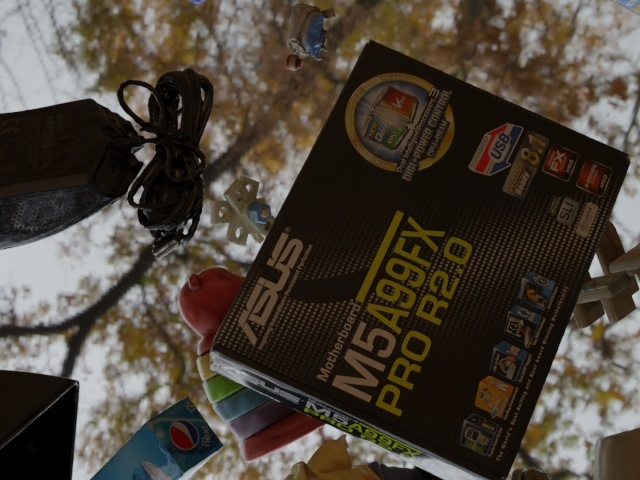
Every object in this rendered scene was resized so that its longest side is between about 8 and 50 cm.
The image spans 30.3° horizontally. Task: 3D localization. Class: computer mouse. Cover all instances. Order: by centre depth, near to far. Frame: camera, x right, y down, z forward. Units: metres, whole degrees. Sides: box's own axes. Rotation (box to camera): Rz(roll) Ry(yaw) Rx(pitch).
[{"bbox_3d":[-0.212,-0.039,0.885,0.272,0.072,0.188,-6,-137,3],"label":"computer mouse"}]

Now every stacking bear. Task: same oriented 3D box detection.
[{"bbox_3d":[-0.113,0.172,1.783,0.289,0.164,0.175,61,-173,3],"label":"stacking bear"}]

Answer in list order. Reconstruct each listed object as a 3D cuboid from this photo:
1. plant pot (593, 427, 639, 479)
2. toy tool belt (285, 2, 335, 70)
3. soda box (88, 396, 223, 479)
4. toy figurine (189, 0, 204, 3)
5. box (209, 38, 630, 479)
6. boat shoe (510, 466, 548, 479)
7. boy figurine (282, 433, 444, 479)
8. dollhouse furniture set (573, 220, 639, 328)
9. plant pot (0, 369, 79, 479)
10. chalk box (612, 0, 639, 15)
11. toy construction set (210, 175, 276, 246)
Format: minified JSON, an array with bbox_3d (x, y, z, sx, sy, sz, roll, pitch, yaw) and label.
[{"bbox_3d":[0.378,0.318,1.189,0.257,0.256,0.273,-7,-104,-37],"label":"plant pot"},{"bbox_3d":[-0.011,-0.242,1.420,0.051,0.083,0.052,13,-163,16],"label":"toy tool belt"},{"bbox_3d":[-0.197,0.262,1.337,0.071,0.210,0.067,52,-136,8],"label":"soda box"},{"bbox_3d":[-0.207,-0.352,1.443,0.363,0.217,0.191,11,-116,15],"label":"toy figurine"},{"bbox_3d":[0.075,0.015,0.846,0.216,0.060,0.270,26,-112,3],"label":"box"},{"bbox_3d":[0.296,0.378,1.424,0.105,0.110,0.307,-17,-156,11],"label":"boat shoe"},{"bbox_3d":[0.046,0.308,1.447,0.285,0.092,0.177,12,-144,-42],"label":"boy figurine"},{"bbox_3d":[0.379,-0.038,1.211,0.242,0.161,0.212,-26,-174,-43],"label":"dollhouse furniture set"},{"bbox_3d":[-0.392,0.245,1.312,0.167,0.187,0.188,19,-153,16],"label":"plant pot"},{"bbox_3d":[0.366,-0.390,1.335,0.289,0.179,0.180,9,-122,-50],"label":"chalk box"},{"bbox_3d":[0.000,0.000,1.723,0.328,0.151,0.215,22,-143,37],"label":"toy construction set"}]
